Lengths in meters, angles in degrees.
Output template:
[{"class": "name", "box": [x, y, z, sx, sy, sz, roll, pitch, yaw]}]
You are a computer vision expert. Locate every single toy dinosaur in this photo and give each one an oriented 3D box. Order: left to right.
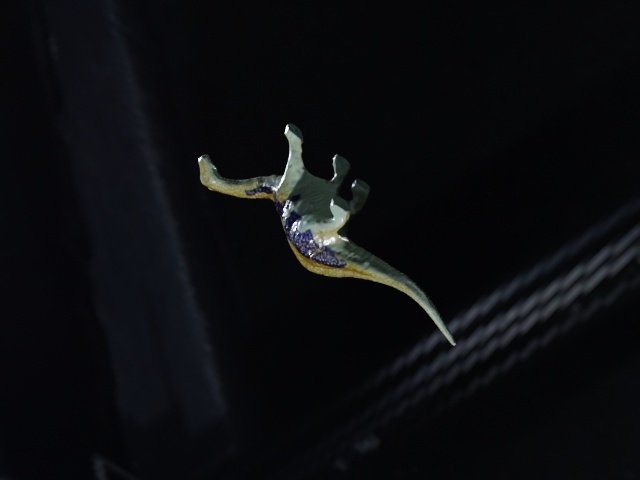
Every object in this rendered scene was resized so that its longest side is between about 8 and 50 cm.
[{"class": "toy dinosaur", "box": [0.004, -0.014, 0.938, 0.180, 0.037, 0.058, 40, -55, 43]}]
